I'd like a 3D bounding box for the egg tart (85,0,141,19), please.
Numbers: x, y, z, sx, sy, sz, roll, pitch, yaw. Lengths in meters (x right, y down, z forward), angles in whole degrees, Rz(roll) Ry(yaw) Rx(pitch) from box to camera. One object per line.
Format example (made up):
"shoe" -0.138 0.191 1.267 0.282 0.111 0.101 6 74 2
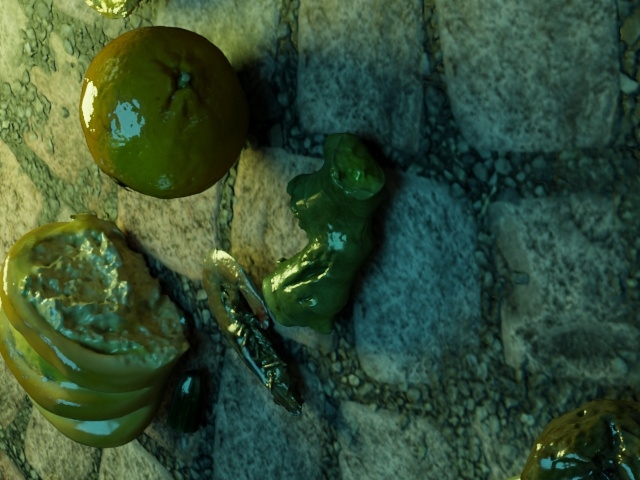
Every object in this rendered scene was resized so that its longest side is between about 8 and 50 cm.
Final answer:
"egg tart" -0.266 -0.388 1.772 0.191 0.074 0.191 16 113 42

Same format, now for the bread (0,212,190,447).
"bread" -0.358 0.141 1.923 0.315 0.211 0.270 54 134 23

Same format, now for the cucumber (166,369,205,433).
"cucumber" -0.190 0.226 1.894 0.048 0.048 0.105 32 122 35

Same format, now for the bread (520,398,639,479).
"bread" 0.300 0.274 1.348 0.230 0.123 0.230 7 103 34

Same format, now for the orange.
"orange" -0.193 -0.161 1.663 0.193 0.219 0.219 2 103 53

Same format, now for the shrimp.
"shrimp" -0.088 0.117 1.738 0.251 0.052 0.143 52 154 17

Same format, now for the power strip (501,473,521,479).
"power strip" 0.171 0.357 1.576 0.367 0.043 0.106 -31 80 46

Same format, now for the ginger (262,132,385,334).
"ginger" 0.003 -0.003 1.613 0.137 0.089 0.290 28 127 22
